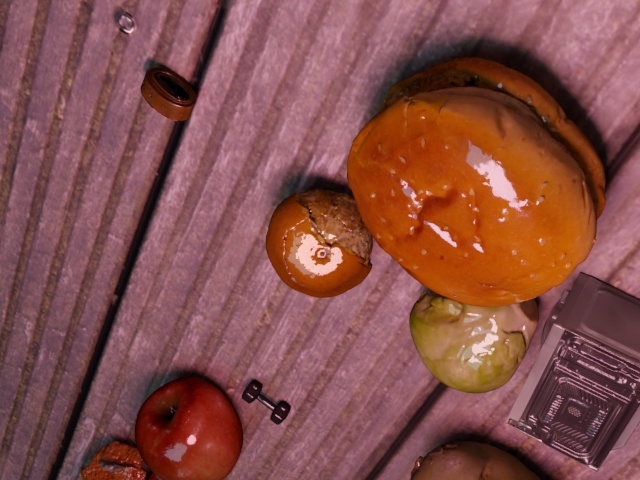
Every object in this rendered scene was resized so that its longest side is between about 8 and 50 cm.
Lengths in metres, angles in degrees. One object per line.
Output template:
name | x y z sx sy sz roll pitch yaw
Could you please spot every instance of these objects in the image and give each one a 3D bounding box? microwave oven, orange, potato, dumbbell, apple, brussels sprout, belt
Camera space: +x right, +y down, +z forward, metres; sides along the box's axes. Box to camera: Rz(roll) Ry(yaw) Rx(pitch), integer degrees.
microwave oven | 0.349 0.174 1.474 0.162 0.122 0.208 27 135 13
orange | 0.000 0.000 1.562 0.156 0.134 0.157 -3 108 -10
potato | 0.259 0.444 1.668 0.326 0.221 0.243 46 168 23
dumbbell | -0.089 0.269 1.892 0.083 0.036 0.040 37 136 2
apple | -0.219 0.326 1.928 0.181 0.181 0.168 -11 141 38
brussels sprout | 0.208 0.129 1.531 0.183 0.131 0.146 -5 100 36
belt | -0.208 -0.204 1.573 0.083 0.059 0.036 42 136 12

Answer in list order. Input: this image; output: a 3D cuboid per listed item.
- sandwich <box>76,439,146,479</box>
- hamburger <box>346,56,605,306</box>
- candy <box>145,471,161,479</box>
sandwich | -0.406 0.452 2.177 0.185 0.109 0.160 26 113 59
hamburger | 0.185 -0.056 1.365 0.314 0.170 0.290 46 142 -9
candy | -0.297 0.471 2.171 0.086 0.059 0.292 39 137 -3
